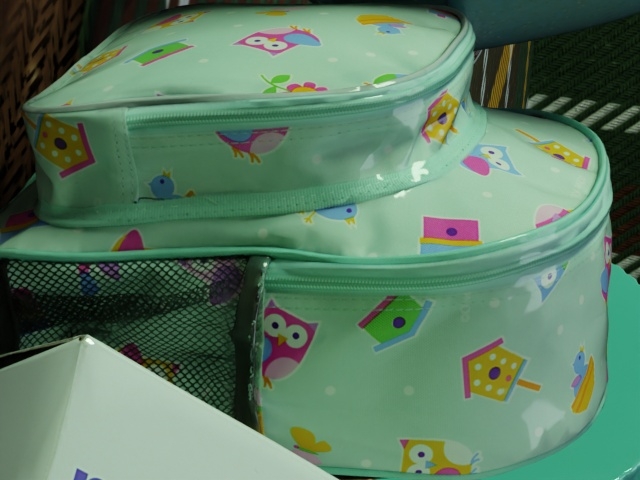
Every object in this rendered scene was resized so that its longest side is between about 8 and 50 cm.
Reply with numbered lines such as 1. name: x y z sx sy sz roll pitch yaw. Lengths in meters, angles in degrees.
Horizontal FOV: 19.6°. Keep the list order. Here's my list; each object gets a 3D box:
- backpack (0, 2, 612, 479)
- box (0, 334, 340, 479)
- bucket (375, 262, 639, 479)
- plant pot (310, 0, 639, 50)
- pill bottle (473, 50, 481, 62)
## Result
1. backpack: 0.000 0.000 0.578 0.166 0.188 0.144 -57 153 -68
2. box: -0.017 0.188 0.421 0.262 0.126 0.231 34 54 -30
3. bucket: 0.121 0.140 1.253 0.183 0.281 0.281 83 17 -47
4. plant pot: 0.056 -0.179 0.638 0.195 0.290 0.290 -51 162 -14
5. pill bottle: 0.061 -0.144 1.160 0.152 0.086 0.086 57 42 -76
